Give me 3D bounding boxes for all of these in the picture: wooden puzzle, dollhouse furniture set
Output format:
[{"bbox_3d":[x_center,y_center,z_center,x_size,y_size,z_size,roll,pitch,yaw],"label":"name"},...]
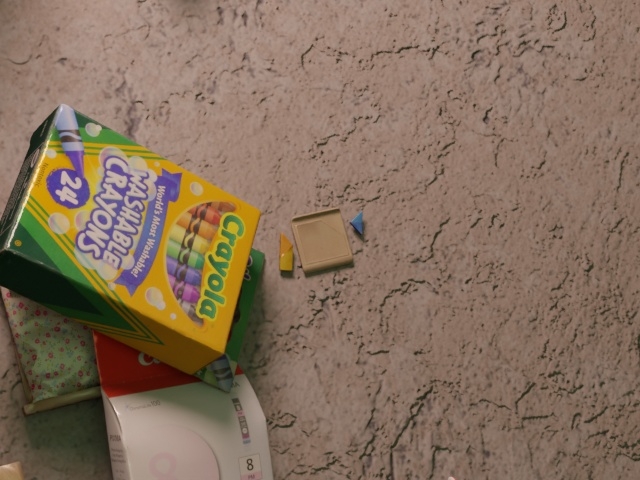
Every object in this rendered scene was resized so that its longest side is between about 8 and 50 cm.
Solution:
[{"bbox_3d":[0.000,0.000,1.711,0.116,0.014,0.078,-6,85,-16],"label":"wooden puzzle"},{"bbox_3d":[-0.296,0.140,1.516,0.355,0.174,0.303,-14,84,-18],"label":"dollhouse furniture set"}]

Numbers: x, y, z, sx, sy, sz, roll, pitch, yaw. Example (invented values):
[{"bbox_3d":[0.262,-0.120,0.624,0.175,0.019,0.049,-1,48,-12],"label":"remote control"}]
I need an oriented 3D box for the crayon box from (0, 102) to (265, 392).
[{"bbox_3d":[-0.196,0.012,1.548,0.323,0.083,0.203,29,53,-23],"label":"crayon box"}]

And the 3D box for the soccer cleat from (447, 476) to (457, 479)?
[{"bbox_3d":[0.168,0.333,1.684,0.036,0.029,0.083,-18,89,-22],"label":"soccer cleat"}]

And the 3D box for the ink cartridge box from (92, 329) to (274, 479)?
[{"bbox_3d":[-0.156,0.190,1.563,0.189,0.066,0.232,-7,92,-37],"label":"ink cartridge box"}]
